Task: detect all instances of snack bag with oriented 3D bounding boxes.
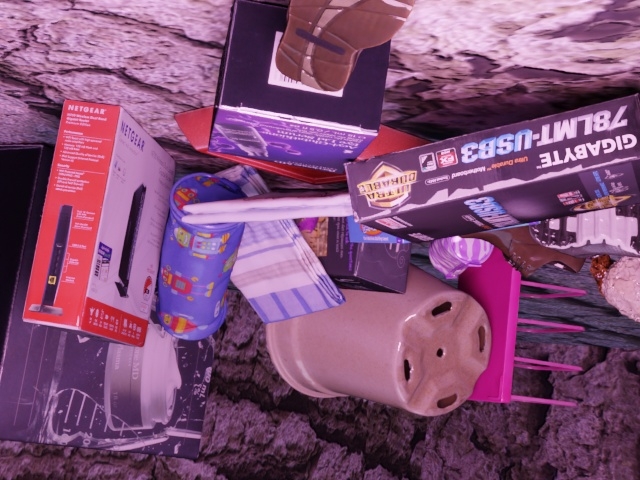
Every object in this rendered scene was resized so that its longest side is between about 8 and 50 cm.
[{"bbox_3d":[0.036,-0.062,1.653,0.343,0.037,0.323,-10,-175,-44],"label":"snack bag"}]

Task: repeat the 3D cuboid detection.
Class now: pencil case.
[{"bbox_3d":[-0.184,0.026,1.854,0.119,0.133,0.306,32,141,13],"label":"pencil case"},{"bbox_3d":[0.238,0.013,2.048,0.086,0.088,0.206,6,171,-2],"label":"pencil case"}]

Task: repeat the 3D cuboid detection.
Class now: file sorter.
[{"bbox_3d":[0.369,0.155,2.194,0.182,0.290,0.202,9,172,-21],"label":"file sorter"}]

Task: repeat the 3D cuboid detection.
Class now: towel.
[{"bbox_3d":[-0.105,0.012,1.910,0.209,0.034,0.285,-16,116,45],"label":"towel"}]

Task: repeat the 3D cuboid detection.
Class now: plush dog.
[{"bbox_3d":[0.521,0.078,1.783,0.225,0.210,0.262,14,171,-23],"label":"plush dog"}]

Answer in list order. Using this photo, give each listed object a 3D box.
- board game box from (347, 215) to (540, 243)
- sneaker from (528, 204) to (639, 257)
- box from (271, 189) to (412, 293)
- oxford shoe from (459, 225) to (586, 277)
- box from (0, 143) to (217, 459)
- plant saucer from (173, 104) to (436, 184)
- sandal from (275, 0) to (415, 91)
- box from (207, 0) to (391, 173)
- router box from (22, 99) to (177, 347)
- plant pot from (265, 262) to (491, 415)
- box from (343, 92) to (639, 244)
[{"bbox_3d":[0.164,-0.031,1.623,0.210,0.047,0.160,-8,-176,-24],"label":"board game box"},{"bbox_3d":[0.413,-0.013,1.708,0.234,0.078,0.106,3,172,8],"label":"sneaker"},{"bbox_3d":[0.000,0.000,2.007,0.270,0.143,0.165,3,170,35],"label":"box"},{"bbox_3d":[0.316,0.008,1.909,0.227,0.096,0.083,11,173,-3],"label":"oxford shoe"},{"bbox_3d":[-0.439,0.121,2.121,0.297,0.479,0.472,1,169,38],"label":"box"},{"bbox_3d":[-0.023,-0.122,1.551,0.258,0.047,0.259,14,169,-35],"label":"plant saucer"},{"bbox_3d":[0.020,-0.188,0.982,0.090,0.060,0.219,24,159,-4],"label":"sandal"},{"bbox_3d":[-0.026,-0.145,1.183,0.153,0.108,0.207,9,171,-6],"label":"box"},{"bbox_3d":[-0.306,-0.011,1.717,0.082,0.301,0.335,8,172,7],"label":"router box"},{"bbox_3d":[0.122,0.163,2.134,0.334,0.333,0.305,15,-178,-38],"label":"plant pot"},{"bbox_3d":[0.204,-0.064,1.284,0.293,0.073,0.295,-13,171,14],"label":"box"}]
